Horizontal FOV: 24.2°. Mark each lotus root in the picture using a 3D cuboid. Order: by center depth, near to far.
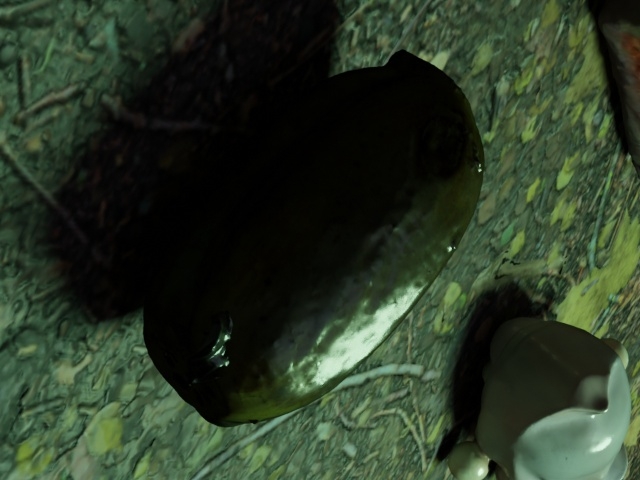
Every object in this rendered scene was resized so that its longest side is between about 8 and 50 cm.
[{"bbox_3d":[0.000,0.000,0.824,0.241,0.124,0.123,-47,134,-21],"label":"lotus root"}]

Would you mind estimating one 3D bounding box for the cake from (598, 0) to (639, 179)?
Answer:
[{"bbox_3d":[0.381,-0.157,1.219,0.230,0.237,0.309,-59,151,-12],"label":"cake"}]

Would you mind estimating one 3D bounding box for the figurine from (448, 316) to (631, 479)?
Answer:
[{"bbox_3d":[0.211,0.174,1.338,0.200,0.133,0.276,-34,144,-14],"label":"figurine"}]
